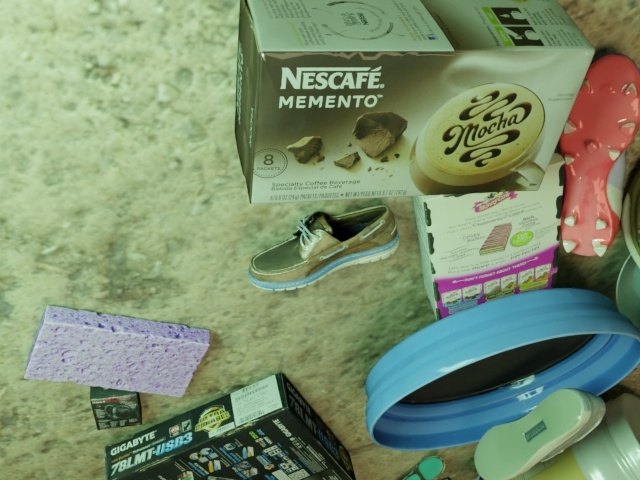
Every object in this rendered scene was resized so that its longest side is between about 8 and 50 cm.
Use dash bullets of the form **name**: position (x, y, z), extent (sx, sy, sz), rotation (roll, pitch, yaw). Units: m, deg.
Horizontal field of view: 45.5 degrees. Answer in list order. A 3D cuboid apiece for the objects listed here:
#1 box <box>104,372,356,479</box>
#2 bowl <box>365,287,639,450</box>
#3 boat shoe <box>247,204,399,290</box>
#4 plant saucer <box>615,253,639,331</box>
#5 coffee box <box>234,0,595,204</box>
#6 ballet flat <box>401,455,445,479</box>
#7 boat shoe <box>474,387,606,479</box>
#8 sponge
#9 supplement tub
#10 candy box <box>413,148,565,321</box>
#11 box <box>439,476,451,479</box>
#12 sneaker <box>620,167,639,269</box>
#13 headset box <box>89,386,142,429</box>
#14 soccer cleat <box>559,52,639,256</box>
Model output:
- **box**: position (-0.129, 0.352, 1.184), extent (0.293, 0.073, 0.295), rotation (-23, 136, 9)
- **bowl**: position (0.246, 0.186, 1.062), extent (0.391, 0.077, 0.391), rotation (-12, 149, -7)
- **boat shoe**: position (0.000, 0.000, 0.881), extent (0.183, 0.066, 0.066), rotation (-19, 132, -10)
- **plant saucer**: position (0.494, 0.048, 1.048), extent (0.195, 0.037, 0.195), rotation (-2, 115, -4)
- **coffee box**: position (0.074, -0.137, 0.717), extent (0.297, 0.119, 0.168), rotation (-3, 136, -13)
- **ballet flat**: position (0.186, 0.416, 1.363), extent (0.041, 0.041, 0.114), rotation (22, 125, -32)
- **boat shoe**: position (0.321, 0.289, 1.110), extent (0.081, 0.079, 0.227), rotation (12, 136, -32)
- **sponge**: position (-0.256, 0.144, 0.972), extent (0.210, 0.031, 0.117), rotation (13, 129, -26)
- **supplement tub**: position (0.446, 0.434, 1.300), extent (0.241, 0.241, 0.331), rotation (26, 123, -34)
- **candy box**: position (0.198, -0.011, 0.911), extent (0.159, 0.071, 0.233), rotation (-15, 137, -1)
- **box**: position (0.216, 0.483, 1.444), extent (0.083, 0.018, 0.067), rotation (-23, 135, 8)
- **sneaker**: position (0.492, 0.073, 0.936), extent (0.158, 0.182, 0.410), rotation (-18, 111, 2)
- **headset box**: position (-0.279, 0.221, 1.041), extent (0.062, 0.032, 0.083), rotation (-6, 134, -10)
- **soccer cleat**: position (0.314, -0.097, 0.864), extent (0.083, 0.095, 0.248), rotation (8, 124, 21)
